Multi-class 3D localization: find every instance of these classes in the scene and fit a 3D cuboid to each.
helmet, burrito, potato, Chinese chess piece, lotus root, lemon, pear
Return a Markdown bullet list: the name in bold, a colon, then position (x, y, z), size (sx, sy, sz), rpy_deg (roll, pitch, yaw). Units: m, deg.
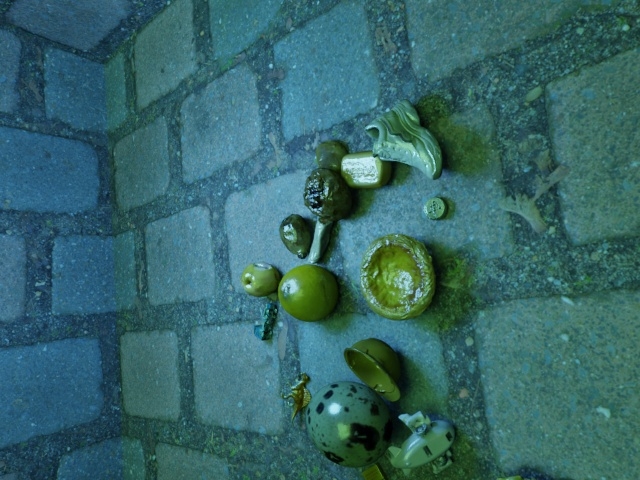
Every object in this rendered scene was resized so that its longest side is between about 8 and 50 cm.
- **helmet**: position (0.220, 0.449, 1.610), size (0.257, 0.140, 0.205), rpy_deg (39, 147, 12)
- **burrito**: position (0.000, 0.000, 1.847), size (0.060, 0.087, 0.226), rpy_deg (25, 106, 31)
- **potato**: position (0.036, -0.329, 1.834), size (0.164, 0.081, 0.201), rpy_deg (-30, 67, 35)
- **Chinese chess piece**: position (0.409, -0.113, 1.552), size (0.084, 0.034, 0.084), rpy_deg (-3, 85, 38)
- **lotus root**: position (-0.107, -0.015, 1.904), size (0.138, 0.138, 0.214), rpy_deg (-27, 72, 35)
- **lemon**: position (-0.062, 0.215, 1.797), size (0.240, 0.219, 0.241), rpy_deg (-6, 81, 41)
- **pear**: position (-0.281, 0.178, 2.007), size (0.178, 0.178, 0.178), rpy_deg (-2, 86, 39)

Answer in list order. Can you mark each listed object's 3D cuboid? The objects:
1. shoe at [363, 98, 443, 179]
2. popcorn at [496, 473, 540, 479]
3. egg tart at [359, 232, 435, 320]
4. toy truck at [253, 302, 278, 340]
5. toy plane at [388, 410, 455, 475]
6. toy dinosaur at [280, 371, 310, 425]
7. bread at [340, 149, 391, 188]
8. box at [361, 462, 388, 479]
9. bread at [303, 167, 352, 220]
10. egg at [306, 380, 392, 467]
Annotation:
- **shoe**: position (0.287, -0.328, 1.551), size (0.210, 0.132, 0.342), rpy_deg (-25, 64, 1)
- **popcorn**: position (0.604, 0.798, 1.251), size (0.249, 0.225, 0.249), rpy_deg (6, 104, 25)
- **egg tart**: position (0.286, 0.130, 1.582), size (0.318, 0.128, 0.319), rpy_deg (-2, 86, 36)
- **toy truck**: position (-0.260, 0.374, 2.044), size (0.081, 0.067, 0.175), rpy_deg (18, 99, 39)
- **toy plane**: position (0.345, 0.695, 1.489), size (0.244, 0.117, 0.245), rpy_deg (0, 94, -4)
- **toy dinosaur**: position (-0.091, 0.690, 1.914), size (0.142, 0.057, 0.212), rpy_deg (-20, 87, 17)
- **bread**: position (0.181, -0.275, 1.700), size (0.217, 0.098, 0.147), rpy_deg (9, 100, 44)
- **box**: position (0.228, 0.938, 1.654), size (0.087, 0.023, 0.155), rpy_deg (-45, 62, 25)
- **bread**: position (0.020, -0.178, 1.763), size (0.230, 0.123, 0.230), rpy_deg (36, 146, 29)
- **egg**: position (0.098, 0.661, 1.601), size (0.379, 0.287, 0.288), rpy_deg (7, 92, 63)
